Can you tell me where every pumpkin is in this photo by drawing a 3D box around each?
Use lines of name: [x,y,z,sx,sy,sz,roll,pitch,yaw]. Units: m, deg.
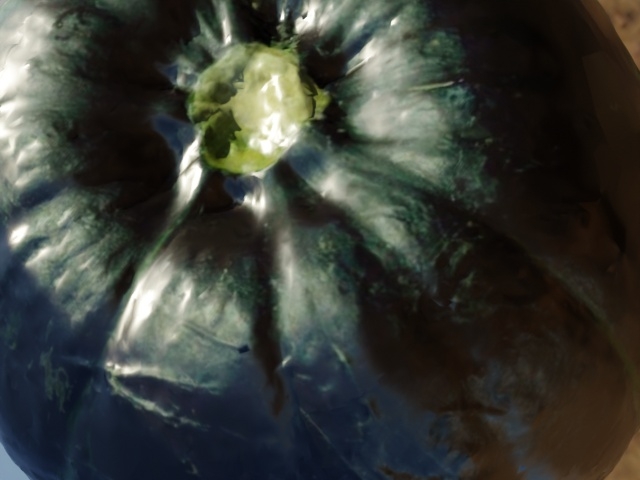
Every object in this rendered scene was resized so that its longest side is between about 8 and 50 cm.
pumpkin: [0.000,0.000,0.678,0.315,0.315,0.238,47,165,24]
